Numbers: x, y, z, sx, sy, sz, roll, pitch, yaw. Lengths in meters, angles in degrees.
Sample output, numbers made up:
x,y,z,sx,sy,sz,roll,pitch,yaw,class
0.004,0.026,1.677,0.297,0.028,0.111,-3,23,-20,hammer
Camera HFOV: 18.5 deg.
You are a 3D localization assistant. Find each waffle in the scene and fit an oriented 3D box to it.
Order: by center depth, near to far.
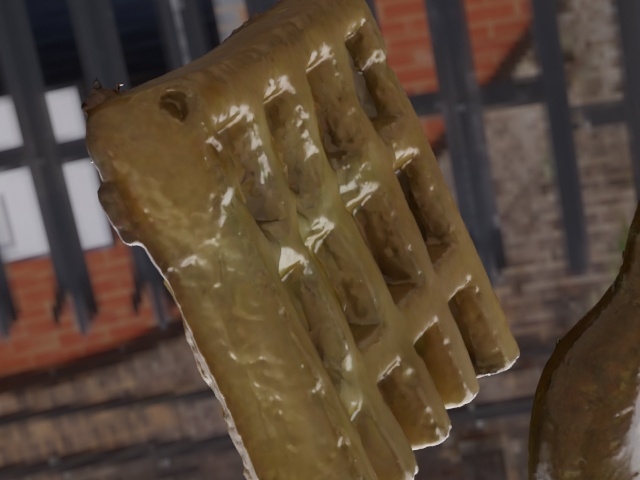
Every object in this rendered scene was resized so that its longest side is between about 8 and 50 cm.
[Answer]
x,y,z,sx,sy,sz,roll,pitch,yaw,class
0.000,0.000,1.230,0.077,0.304,0.348,-18,-170,25,waffle

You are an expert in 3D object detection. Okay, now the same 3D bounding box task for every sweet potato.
x,y,z,sx,sy,sz,roll,pitch,yaw,class
0.163,0.125,1.022,0.108,0.346,0.079,-3,-170,22,sweet potato
